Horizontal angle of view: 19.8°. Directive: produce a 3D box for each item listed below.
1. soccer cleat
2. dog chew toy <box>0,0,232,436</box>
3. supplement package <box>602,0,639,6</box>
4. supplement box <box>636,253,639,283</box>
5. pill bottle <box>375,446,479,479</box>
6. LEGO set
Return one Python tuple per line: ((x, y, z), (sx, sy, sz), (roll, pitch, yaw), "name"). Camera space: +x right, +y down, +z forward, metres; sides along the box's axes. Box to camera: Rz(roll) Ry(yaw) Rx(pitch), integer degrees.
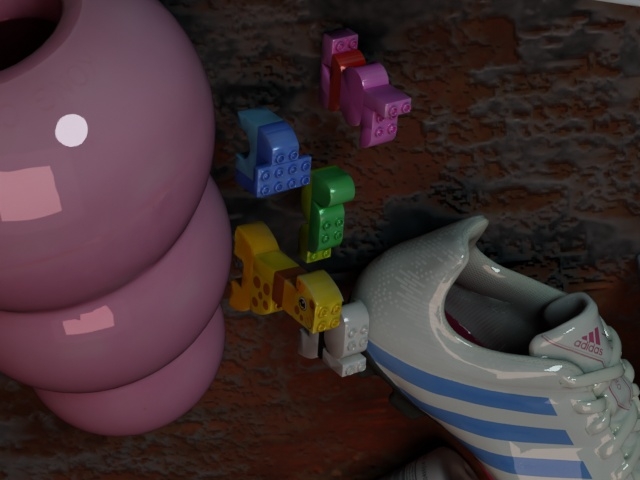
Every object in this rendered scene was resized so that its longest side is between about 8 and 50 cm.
((0.164, 0.117, 1.204), (0.331, 0.116, 0.143), (40, 130, -14), "soccer cleat")
((-0.145, -0.007, 1.085), (0.206, 0.206, 0.332), (-11, 137, 6), "dog chew toy")
((0.098, -0.274, 0.904), (0.204, 0.145, 0.262), (8, 129, -9), "supplement package")
((0.304, 0.105, 1.268), (0.130, 0.073, 0.239), (-12, 128, 9), "supplement box")
((0.051, 0.213, 1.341), (0.137, 0.078, 0.078), (-30, 124, 20), "pill bottle")
((0.000, 0.000, 1.111), (0.087, 0.093, 0.227), (-16, 125, -31), "LEGO set")
